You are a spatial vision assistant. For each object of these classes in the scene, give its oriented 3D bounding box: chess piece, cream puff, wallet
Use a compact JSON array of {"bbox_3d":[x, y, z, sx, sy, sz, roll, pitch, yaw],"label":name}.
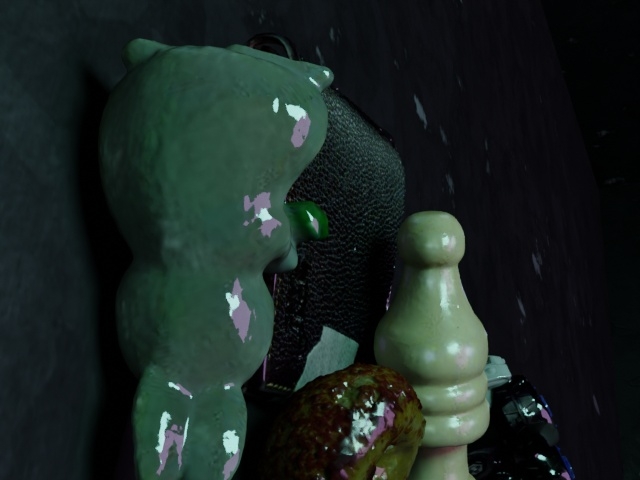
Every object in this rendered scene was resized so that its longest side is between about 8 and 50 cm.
[{"bbox_3d":[0.087,0.131,0.858,0.139,0.124,0.307,-12,104,-57],"label":"chess piece"},{"bbox_3d":[0.010,0.150,0.755,0.149,0.084,0.149,-41,146,-36],"label":"cream puff"},{"bbox_3d":[0.000,0.000,0.846,0.221,0.071,0.262,34,57,-64],"label":"wallet"}]

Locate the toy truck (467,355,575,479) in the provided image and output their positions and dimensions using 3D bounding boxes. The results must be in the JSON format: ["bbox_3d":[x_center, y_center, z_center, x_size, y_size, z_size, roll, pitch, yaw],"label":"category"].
[{"bbox_3d":[0.139,0.184,1.044,0.177,0.161,0.213,-105,171,-52],"label":"toy truck"}]

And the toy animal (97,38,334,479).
[{"bbox_3d":[-0.071,0.020,0.608,0.125,0.127,0.251,55,45,-72],"label":"toy animal"}]
